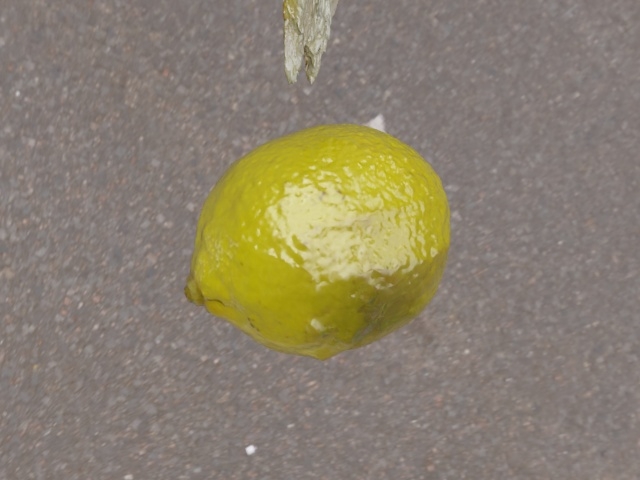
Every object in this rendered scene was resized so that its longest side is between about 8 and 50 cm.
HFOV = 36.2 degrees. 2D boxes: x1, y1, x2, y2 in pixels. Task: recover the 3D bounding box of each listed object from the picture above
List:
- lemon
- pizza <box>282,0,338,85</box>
[{"bbox_3d":[0.000,0.000,1.114,0.322,0.268,0.268,-21,82,-26],"label":"lemon"},{"bbox_3d":[-0.008,-0.293,1.067,0.034,0.181,0.262,4,83,16],"label":"pizza"}]
